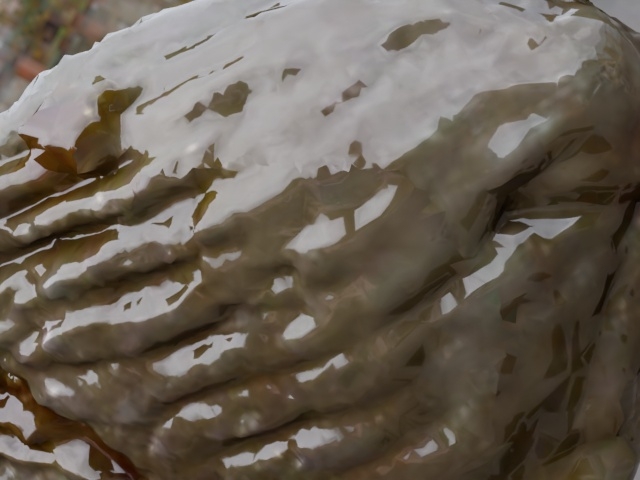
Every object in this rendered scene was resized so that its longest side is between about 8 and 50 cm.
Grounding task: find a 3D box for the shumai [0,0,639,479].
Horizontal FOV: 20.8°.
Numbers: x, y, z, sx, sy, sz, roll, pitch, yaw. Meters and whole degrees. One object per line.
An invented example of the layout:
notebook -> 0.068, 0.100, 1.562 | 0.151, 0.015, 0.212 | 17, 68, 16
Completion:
shumai -> 0.001, -0.002, 0.624 | 0.346, 0.217, 0.283 | -40, 10, 38
